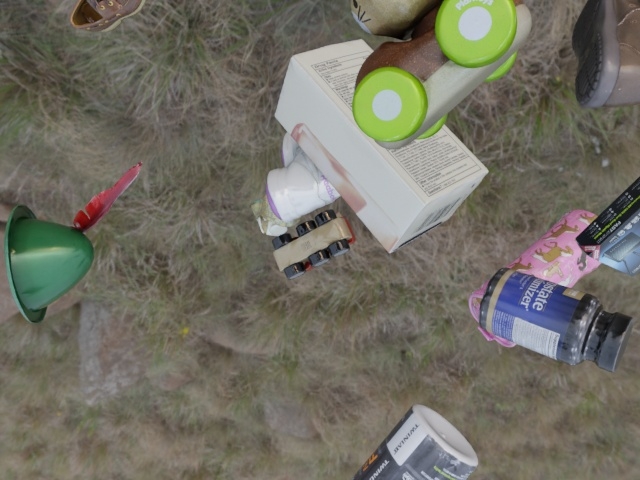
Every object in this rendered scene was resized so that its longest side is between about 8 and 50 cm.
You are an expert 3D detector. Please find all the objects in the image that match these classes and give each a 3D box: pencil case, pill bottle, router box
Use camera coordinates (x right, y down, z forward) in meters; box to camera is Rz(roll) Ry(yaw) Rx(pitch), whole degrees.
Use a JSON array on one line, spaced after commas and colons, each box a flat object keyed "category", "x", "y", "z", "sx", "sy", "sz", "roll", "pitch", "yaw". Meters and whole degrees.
[{"category": "pencil case", "x": 0.531, "y": 0.086, "z": 1.273, "sx": 0.160, "sy": 0.386, "sz": 0.167, "roll": 17, "pitch": 139, "yaw": 61}, {"category": "pill bottle", "x": 0.123, "y": 0.394, "z": 0.838, "sx": 0.130, "sy": 0.130, "sz": 0.246, "roll": 34, "pitch": 98, "yaw": -27}, {"category": "pill bottle", "x": 0.393, "y": 0.134, "z": 0.891, "sx": 0.219, "sy": 0.123, "sz": 0.123, "roll": 20, "pitch": 150, "yaw": 36}, {"category": "router box", "x": 0.403, "y": -0.018, "z": 0.667, "sx": 0.092, "sy": 0.038, "sz": 0.122, "roll": 19, "pitch": 124, "yaw": -23}]

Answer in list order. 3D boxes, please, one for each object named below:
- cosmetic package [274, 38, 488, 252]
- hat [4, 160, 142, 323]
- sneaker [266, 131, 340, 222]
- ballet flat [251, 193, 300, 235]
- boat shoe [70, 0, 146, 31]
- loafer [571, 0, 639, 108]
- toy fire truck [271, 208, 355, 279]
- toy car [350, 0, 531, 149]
[{"category": "cosmetic package", "x": 0.082, "y": -0.148, "z": 0.796, "sx": 0.153, "sy": 0.296, "sz": 0.129, "roll": -26, "pitch": 160, "yaw": -32}, {"category": "hat", "x": -0.339, "y": 0.019, "z": 0.781, "sx": 0.183, "sy": 0.173, "sz": 0.208, "roll": -7, "pitch": 155, "yaw": -13}, {"category": "sneaker", "x": 0.001, "y": -0.135, "z": 0.954, "sx": 0.152, "sy": 0.305, "sz": 0.114, "roll": -17, "pitch": 120, "yaw": 17}, {"category": "ballet flat", "x": -0.120, "y": -0.067, "z": 1.408, "sx": 0.123, "sy": 0.123, "sz": 0.348, "roll": 17, "pitch": 174, "yaw": -12}, {"category": "boat shoe", "x": -0.307, "y": -0.350, "z": 0.765, "sx": 0.178, "sy": 0.060, "sz": 0.064, "roll": -13, "pitch": 108, "yaw": 45}, {"category": "loafer", "x": 0.530, "y": -0.353, "z": 0.929, "sx": 0.130, "sy": 0.366, "sz": 0.134, "roll": 16, "pitch": 150, "yaw": 7}, {"category": "toy fire truck", "x": 0.000, "y": 0.000, "z": 1.503, "sx": 0.217, "sy": 0.158, "sz": 0.246, "roll": -29, "pitch": 166, "yaw": 18}, {"category": "toy car", "x": 0.055, "y": -0.184, "z": 0.422, "sx": 0.149, "sy": 0.155, "sz": 0.188, "roll": -40, "pitch": 86, "yaw": 23}]
